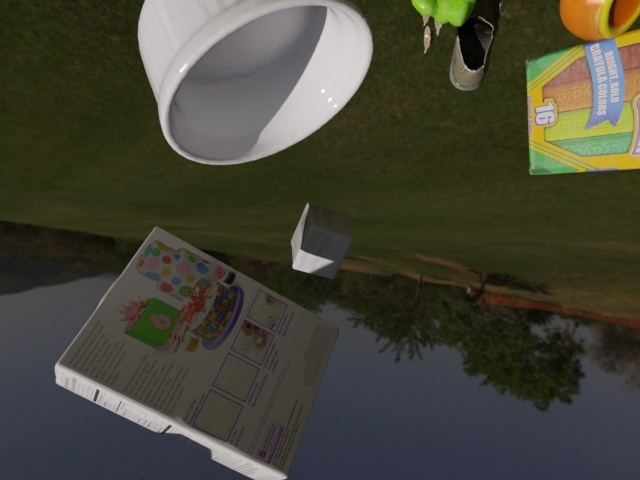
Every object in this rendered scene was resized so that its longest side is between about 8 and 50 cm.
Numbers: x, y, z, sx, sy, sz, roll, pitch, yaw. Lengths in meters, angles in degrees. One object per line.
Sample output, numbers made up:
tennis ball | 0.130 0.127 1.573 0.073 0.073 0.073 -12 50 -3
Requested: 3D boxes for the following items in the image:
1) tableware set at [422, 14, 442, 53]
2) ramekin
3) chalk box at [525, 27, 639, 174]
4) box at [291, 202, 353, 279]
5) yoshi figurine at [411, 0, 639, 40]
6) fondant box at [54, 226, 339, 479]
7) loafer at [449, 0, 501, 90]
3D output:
tableware set | 0.278 -0.574 1.266 0.020 0.168 0.141 -4 161 -3
ramekin | -0.085 -0.230 0.624 0.277 0.135 0.277 -25 164 -8
chalk box | 0.341 -0.139 0.505 0.132 0.132 0.213 -9 -173 -35
box | 0.000 0.000 0.965 0.087 0.102 0.101 16 -153 -15
yoshi figurine | 0.066 -0.268 0.387 0.203 0.203 0.362 -25 -126 -28
fondant box | -0.162 0.165 0.732 0.330 0.238 0.096 31 143 -10
loafer | 0.300 -0.416 0.941 0.094 0.251 0.087 2 -174 4
